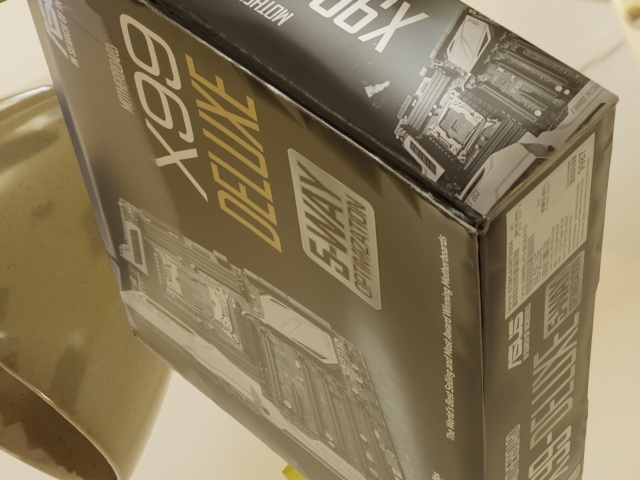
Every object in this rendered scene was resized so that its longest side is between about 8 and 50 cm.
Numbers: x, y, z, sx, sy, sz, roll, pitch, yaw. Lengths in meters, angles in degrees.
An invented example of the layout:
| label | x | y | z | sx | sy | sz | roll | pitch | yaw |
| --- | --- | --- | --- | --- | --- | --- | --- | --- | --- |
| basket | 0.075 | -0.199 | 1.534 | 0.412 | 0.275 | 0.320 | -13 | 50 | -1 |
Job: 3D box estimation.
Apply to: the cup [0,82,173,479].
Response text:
| label | x | y | z | sx | sy | sz | roll | pitch | yaw |
| --- | --- | --- | --- | --- | --- | --- | --- | --- | --- |
| cup | -0.232 | 0.015 | 1.348 | 0.331 | 0.331 | 0.237 | 16 | -116 | 40 |

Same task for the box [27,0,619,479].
| label | x | y | z | sx | sy | sz | roll | pitch | yaw |
| --- | --- | --- | --- | --- | --- | --- | --- | --- | --- |
| box | 0.000 | 0.000 | 0.702 | 0.242 | 0.307 | 0.076 | 36 | -115 | 27 |

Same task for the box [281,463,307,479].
| label | x | y | z | sx | sy | sz | roll | pitch | yaw |
| --- | --- | --- | --- | --- | --- | --- | --- | --- | --- |
| box | 0.069 | 0.119 | 1.131 | 0.179 | 0.105 | 0.043 | -52 | -142 | -5 |

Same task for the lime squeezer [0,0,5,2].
| label | x | y | z | sx | sy | sz | roll | pitch | yaw |
| --- | --- | --- | --- | --- | --- | --- | --- | --- | --- |
| lime squeezer | -0.281 | -0.026 | 0.861 | 0.310 | 0.110 | 0.059 | -56 | -150 | 4 |
